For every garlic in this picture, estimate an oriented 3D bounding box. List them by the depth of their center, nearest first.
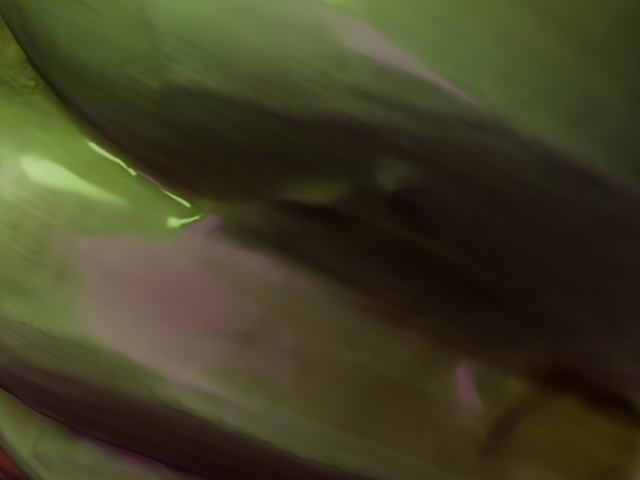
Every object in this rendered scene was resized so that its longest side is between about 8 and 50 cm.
[{"bbox_3d":[0.000,0.000,0.562,0.325,0.132,0.279,30,123,3],"label":"garlic"}]
